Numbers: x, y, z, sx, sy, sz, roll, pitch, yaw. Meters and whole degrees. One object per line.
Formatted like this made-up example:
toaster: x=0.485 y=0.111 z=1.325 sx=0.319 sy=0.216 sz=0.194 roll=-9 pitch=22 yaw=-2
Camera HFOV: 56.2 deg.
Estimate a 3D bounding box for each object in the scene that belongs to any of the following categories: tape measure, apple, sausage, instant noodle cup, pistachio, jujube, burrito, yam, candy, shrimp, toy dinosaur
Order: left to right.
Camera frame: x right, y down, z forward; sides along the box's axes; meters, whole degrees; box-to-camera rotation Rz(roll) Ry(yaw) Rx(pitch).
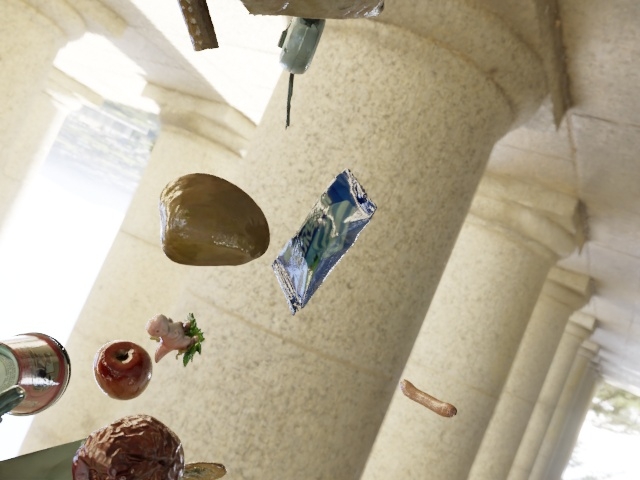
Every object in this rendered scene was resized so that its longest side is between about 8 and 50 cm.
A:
instant noodle cup: x=-0.800 y=0.341 z=1.532 sx=0.243 sy=0.244 sz=0.255 roll=23 pitch=167 yaw=2
apple: x=-0.613 y=0.402 z=1.856 sx=0.180 sy=0.168 sz=0.181 roll=16 pitch=-141 yaw=-14
jujube: x=-0.426 y=0.505 z=1.364 sx=0.212 sy=0.213 sz=0.232 roll=21 pitch=-173 yaw=25
toy dinosaur: x=-0.441 y=0.295 z=1.766 sx=0.177 sy=0.194 sz=0.152 roll=0 pitch=-128 yaw=-44
yam: x=-0.201 y=-0.405 z=0.859 sx=0.046 sy=0.046 sz=0.264 roll=18 pitch=130 yaw=48
shrimp: x=-0.430 y=0.771 z=1.997 sx=0.235 sy=0.053 sz=0.133 roll=1 pitch=147 yaw=-7
pistachio: x=-0.242 y=-0.046 z=1.382 sx=0.260 sy=0.213 sz=0.163 roll=5 pitch=-175 yaw=-21
tape measure: x=-0.069 y=-0.378 z=1.334 sx=0.084 sy=0.330 sz=0.164 roll=23 pitch=-142 yaw=-4
burrito: x=-0.044 y=-0.429 z=0.942 sx=0.347 sy=0.175 sz=0.107 roll=0 pitch=-139 yaw=-18
candy: x=0.000 y=0.000 z=1.406 sx=0.077 sy=0.331 sz=0.187 roll=19 pitch=-153 yaw=-38
sausage: x=0.280 y=0.421 z=1.586 sx=0.043 sy=0.043 sz=0.186 roll=28 pitch=175 yaw=-42

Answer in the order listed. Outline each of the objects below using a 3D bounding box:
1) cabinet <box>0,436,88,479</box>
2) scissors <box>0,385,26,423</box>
cabinet: x=-0.659 y=0.586 z=1.454 sx=0.206 sy=0.150 sz=0.145 roll=-9 pitch=160 yaw=-21
scissors: x=-0.542 y=0.294 z=0.838 sx=0.041 sy=0.138 sz=0.289 roll=49 pitch=-161 yaw=1
